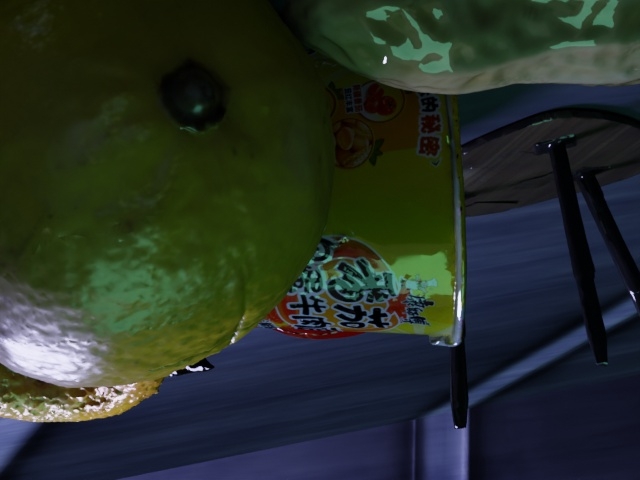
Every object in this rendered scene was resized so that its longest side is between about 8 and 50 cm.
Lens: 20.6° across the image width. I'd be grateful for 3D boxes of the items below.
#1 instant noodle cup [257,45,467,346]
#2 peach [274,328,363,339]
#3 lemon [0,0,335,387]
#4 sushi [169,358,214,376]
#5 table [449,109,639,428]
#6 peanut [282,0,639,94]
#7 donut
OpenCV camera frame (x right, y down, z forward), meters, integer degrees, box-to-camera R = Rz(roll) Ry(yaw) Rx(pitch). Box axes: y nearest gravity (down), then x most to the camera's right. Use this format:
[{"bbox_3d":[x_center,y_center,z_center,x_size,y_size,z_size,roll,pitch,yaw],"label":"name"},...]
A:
[{"bbox_3d":[0.002,-0.043,1.354,0.200,0.264,0.264,-2,165,-1],"label":"instant noodle cup"},{"bbox_3d":[0.000,0.000,1.604,0.190,0.196,0.226,-49,161,6],"label":"peach"},{"bbox_3d":[-0.133,-0.047,1.112,0.297,0.297,0.297,-12,166,-3],"label":"lemon"},{"bbox_3d":[-0.161,0.056,1.758,0.115,0.147,0.212,-17,158,35],"label":"sushi"},{"bbox_3d":[0.256,0.037,1.827,0.317,0.249,0.317,-12,166,-3],"label":"table"},{"bbox_3d":[0.125,-0.170,1.144,0.313,0.152,0.152,-3,163,-22],"label":"peanut"},{"bbox_3d":[-0.251,0.081,1.586,0.253,0.118,0.253,0,151,0],"label":"donut"}]
